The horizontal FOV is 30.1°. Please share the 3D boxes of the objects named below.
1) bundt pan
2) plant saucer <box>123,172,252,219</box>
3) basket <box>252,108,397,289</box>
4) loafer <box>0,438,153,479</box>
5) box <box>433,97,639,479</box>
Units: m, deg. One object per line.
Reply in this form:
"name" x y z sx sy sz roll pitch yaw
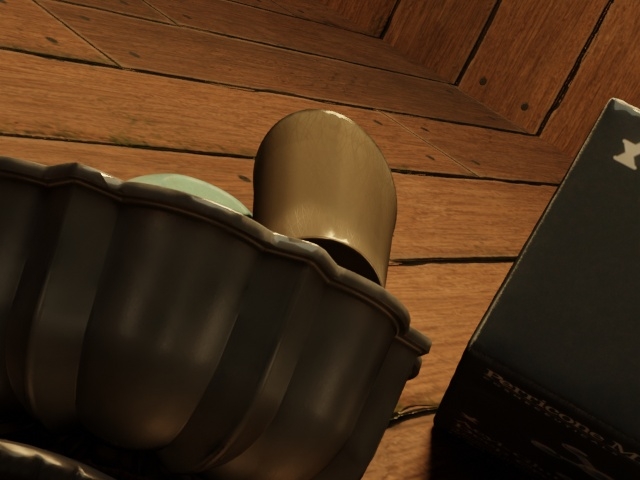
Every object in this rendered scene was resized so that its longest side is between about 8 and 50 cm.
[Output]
"bundt pan" -0.107 0.080 0.711 0.331 0.124 0.331 14 -21 6
"plant saucer" -0.132 -0.031 1.303 0.195 0.037 0.195 24 17 -8
"basket" 0.000 0.000 1.203 0.154 0.204 0.227 -13 25 9
"loafer" -0.107 0.192 0.629 0.366 0.134 0.130 28 -11 -27
"box" 0.274 0.107 0.939 0.293 0.212 0.395 30 -13 10
